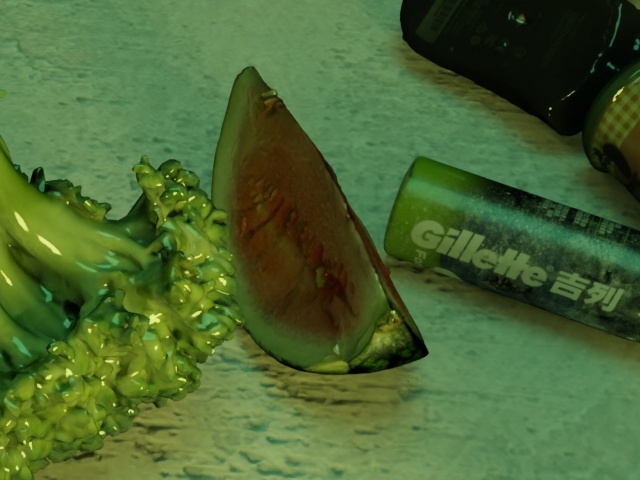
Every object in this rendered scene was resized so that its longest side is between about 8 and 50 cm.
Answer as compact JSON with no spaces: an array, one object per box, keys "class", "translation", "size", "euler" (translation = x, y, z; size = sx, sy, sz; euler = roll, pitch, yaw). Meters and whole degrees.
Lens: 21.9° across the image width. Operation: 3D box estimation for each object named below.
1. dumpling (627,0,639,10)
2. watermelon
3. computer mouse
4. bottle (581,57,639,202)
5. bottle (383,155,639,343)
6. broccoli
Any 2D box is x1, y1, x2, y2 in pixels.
[{"class":"dumpling","translation":[0.256,-0.242,1.721],"size":[0.176,0.092,0.150],"euler":[-6,58,-25]},{"class":"watermelon","translation":[-0.020,0.018,1.344],"size":[0.128,0.159,0.303],"euler":[-29,51,1]},{"class":"computer mouse","translation":[0.206,-0.199,1.635],"size":[0.264,0.088,0.147],"euler":[33,87,33]},{"class":"bottle","translation":[0.361,-0.049,1.481],"size":[0.156,0.143,0.271],"euler":[-18,50,-29]},{"class":"bottle","translation":[0.222,0.022,1.407],"size":[0.330,0.093,0.093],"euler":[19,42,10]},{"class":"broccoli","translation":[-0.265,0.029,1.183],"size":[0.338,0.317,0.277],"euler":[-10,42,39]}]
